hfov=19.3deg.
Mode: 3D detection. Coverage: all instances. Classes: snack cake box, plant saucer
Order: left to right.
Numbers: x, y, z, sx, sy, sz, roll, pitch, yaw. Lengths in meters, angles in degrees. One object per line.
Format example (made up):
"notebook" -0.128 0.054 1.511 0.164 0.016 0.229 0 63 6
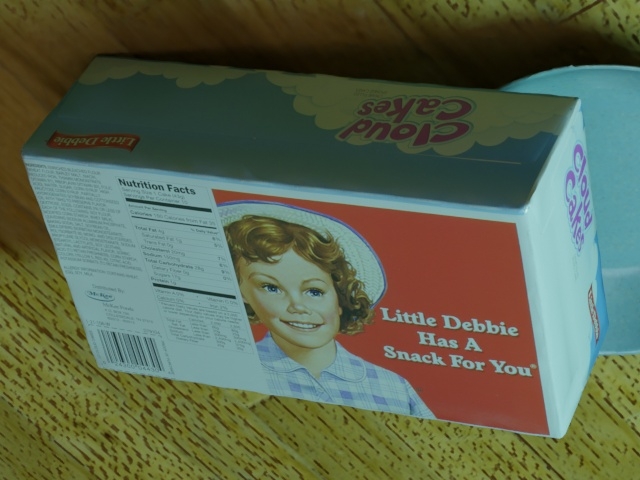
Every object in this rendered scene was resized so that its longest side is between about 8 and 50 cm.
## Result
"snack cake box" 0.000 0.000 0.937 0.264 0.089 0.152 7 133 23
"plant saucer" 0.145 -0.021 0.964 0.195 0.037 0.195 6 132 6
